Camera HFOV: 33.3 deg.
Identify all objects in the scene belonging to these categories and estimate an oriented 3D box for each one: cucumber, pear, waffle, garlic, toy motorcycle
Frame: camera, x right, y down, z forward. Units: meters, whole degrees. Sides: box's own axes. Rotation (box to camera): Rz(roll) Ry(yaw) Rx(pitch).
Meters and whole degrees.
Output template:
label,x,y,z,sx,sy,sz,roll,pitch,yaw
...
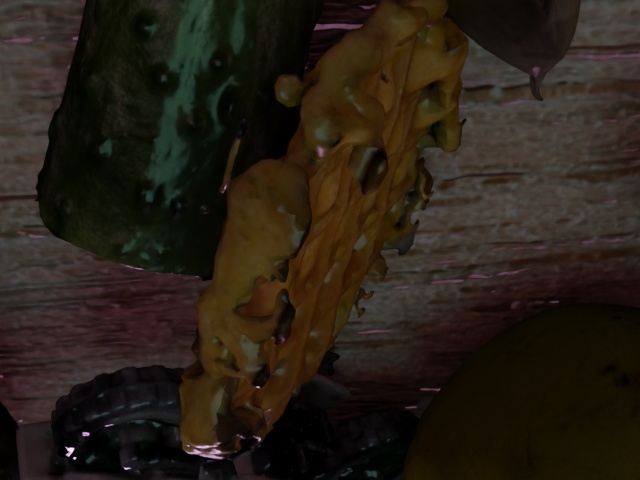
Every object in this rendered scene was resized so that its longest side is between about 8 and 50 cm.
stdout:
label,x,y,z,sx,sy,sz,roll,pitch,yaw
cucumber,-0.062,-0.104,0.533,0.134,0.134,0.244,9,128,-16
pear,0.192,0.150,0.754,0.269,0.212,0.212,-14,134,0
waffle,0.003,0.001,0.564,0.060,0.262,0.280,28,172,12
garlic,0.096,-0.143,0.562,0.152,0.066,0.084,29,152,-25
toy motorcycle,-0.070,0.165,0.770,0.188,0.143,0.327,-38,143,29

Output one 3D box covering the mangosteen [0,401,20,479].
label,x,y,z,sx,sy,sz,roll,pitch,yaw
mangosteen,-0.287,0.131,0.699,0.231,0.231,0.289,21,89,-25
